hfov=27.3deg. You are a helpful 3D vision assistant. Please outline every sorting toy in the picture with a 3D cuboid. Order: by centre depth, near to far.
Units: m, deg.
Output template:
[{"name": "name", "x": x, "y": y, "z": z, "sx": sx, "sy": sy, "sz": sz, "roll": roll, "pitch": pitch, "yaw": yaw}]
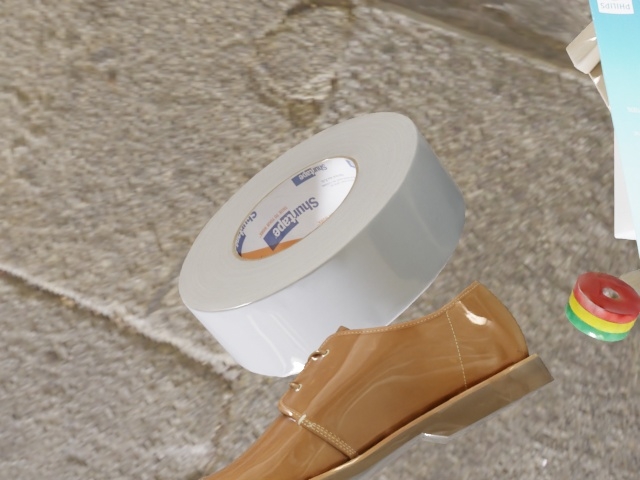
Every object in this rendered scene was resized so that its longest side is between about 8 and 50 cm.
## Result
[{"name": "sorting toy", "x": 0.304, "y": 0.041, "z": 0.913, "sx": 0.132, "sy": 0.274, "sz": 0.046, "roll": 45, "pitch": 132, "yaw": 35}]

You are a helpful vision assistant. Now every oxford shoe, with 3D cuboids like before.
[{"name": "oxford shoe", "x": 0.005, "y": 0.088, "z": 0.651, "sx": 0.212, "sy": 0.076, "sz": 0.076, "roll": -27, "pitch": 79, "yaw": -11}]

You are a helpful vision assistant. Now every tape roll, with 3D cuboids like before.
[{"name": "tape roll", "x": 0.000, "y": 0.000, "z": 1.000, "sx": 0.219, "sy": 0.219, "sz": 0.072, "roll": -30, "pitch": 115, "yaw": 18}]

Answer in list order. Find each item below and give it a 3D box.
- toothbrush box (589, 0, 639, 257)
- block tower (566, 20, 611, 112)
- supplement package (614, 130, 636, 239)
[{"name": "toothbrush box", "x": 0.284, "y": -0.072, "z": 0.764, "sx": 0.126, "sy": 0.216, "sz": 0.296, "roll": 10, "pitch": 129, "yaw": 45}, {"name": "block tower", "x": 0.378, "y": -0.111, "z": 1.209, "sx": 0.335, "sy": 0.097, "sz": 0.091, "roll": 24, "pitch": 123, "yaw": -33}, {"name": "supplement package", "x": 0.454, "y": -0.151, "z": 1.515, "sx": 0.175, "sy": 0.177, "sz": 0.293, "roll": 3, "pitch": 82, "yaw": -17}]
